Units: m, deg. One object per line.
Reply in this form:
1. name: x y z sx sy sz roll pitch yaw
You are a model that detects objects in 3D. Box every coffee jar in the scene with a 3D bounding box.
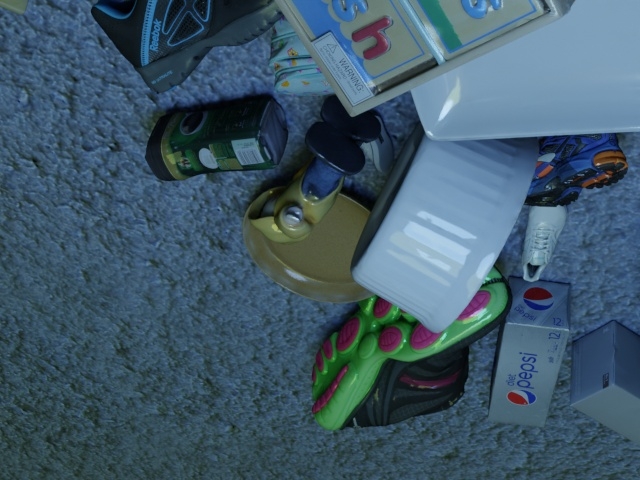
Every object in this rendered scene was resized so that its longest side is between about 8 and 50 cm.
1. coffee jar: -0.142 -0.133 1.417 0.184 0.096 0.079 -5 134 23

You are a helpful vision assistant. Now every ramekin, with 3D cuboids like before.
1. ramekin: 0.146 -0.036 1.316 0.135 0.277 0.277 26 140 -2

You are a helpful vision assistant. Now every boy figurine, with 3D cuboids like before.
1. boy figurine: -0.013 -0.080 1.389 0.092 0.177 0.285 31 151 -8

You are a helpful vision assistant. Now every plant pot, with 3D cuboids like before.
1. plant pot: 0.000 0.000 1.567 0.236 0.032 0.236 11 135 11

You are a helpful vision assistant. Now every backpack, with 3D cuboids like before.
1. backpack: 0.022 -0.228 1.218 0.182 0.115 0.152 -2 170 33

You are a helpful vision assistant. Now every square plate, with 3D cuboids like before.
1. square plate: 0.221 -0.254 1.038 0.344 0.049 0.347 1 131 31

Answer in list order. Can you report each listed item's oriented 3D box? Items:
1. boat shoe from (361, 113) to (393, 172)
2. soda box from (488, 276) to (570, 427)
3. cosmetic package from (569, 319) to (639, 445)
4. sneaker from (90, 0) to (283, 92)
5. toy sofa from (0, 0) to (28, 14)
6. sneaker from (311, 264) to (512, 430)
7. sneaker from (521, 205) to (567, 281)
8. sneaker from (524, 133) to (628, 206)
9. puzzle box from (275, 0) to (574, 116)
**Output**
1. boat shoe: 0.069 -0.132 1.410 0.035 0.035 0.100 23 154 35
2. soda box: 0.325 0.182 1.657 0.098 0.091 0.286 6 141 8
3. cosmetic package: 0.509 0.241 1.647 0.238 0.127 0.107 30 138 -16
4. sneaker: -0.129 -0.292 1.204 0.341 0.125 0.139 -27 120 36
5. toy sofa: -0.276 -0.363 1.082 0.150 0.177 0.362 19 168 -40
6. sneaker: 0.156 0.160 1.652 0.202 0.185 0.483 10 148 -25
7. sneaker: 0.311 -0.001 1.468 0.054 0.061 0.152 9 139 9
8. sneaker: 0.306 -0.098 1.345 0.083 0.087 0.221 9 162 -29
9. puzzle box: 0.028 -0.336 0.995 0.272 0.052 0.409 -22 110 41
